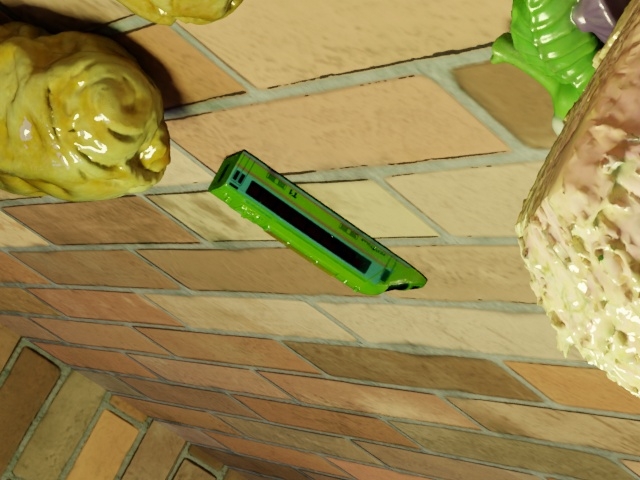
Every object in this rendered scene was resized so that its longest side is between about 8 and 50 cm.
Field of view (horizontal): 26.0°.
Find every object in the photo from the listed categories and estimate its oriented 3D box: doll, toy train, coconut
[{"bbox_3d":[0.122,-0.105,0.720,0.115,0.050,0.190,13,154,43],"label":"doll"},{"bbox_3d":[0.000,0.000,1.190,0.209,0.042,0.044,34,162,-19],"label":"toy train"},{"bbox_3d":[0.218,-0.006,0.571,0.245,0.233,0.233,30,162,3],"label":"coconut"}]

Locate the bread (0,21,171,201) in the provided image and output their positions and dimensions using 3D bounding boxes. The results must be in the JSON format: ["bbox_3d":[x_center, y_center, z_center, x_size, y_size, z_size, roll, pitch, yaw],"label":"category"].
[{"bbox_3d":[-0.236,-0.104,1.114,0.267,0.130,0.152,14,153,34],"label":"bread"}]

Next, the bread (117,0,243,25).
[{"bbox_3d":[-0.147,-0.212,0.750,0.269,0.087,0.098,35,160,-20],"label":"bread"}]
